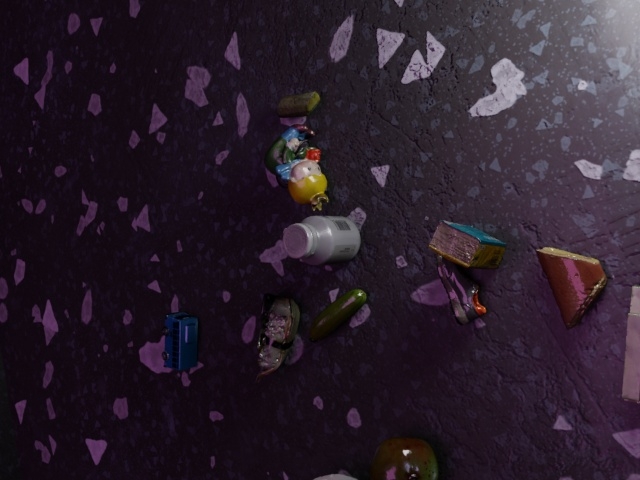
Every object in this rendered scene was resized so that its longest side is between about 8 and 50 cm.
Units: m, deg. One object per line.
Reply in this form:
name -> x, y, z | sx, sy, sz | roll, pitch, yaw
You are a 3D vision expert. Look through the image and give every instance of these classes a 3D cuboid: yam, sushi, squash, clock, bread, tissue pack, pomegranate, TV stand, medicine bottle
yam -> -0.061, -0.394, 1.945 | 0.147, 0.070, 0.069 | 2, 92, 37
sushi -> -0.127, 0.298, 1.985 | 0.109, 0.134, 0.272 | 7, 85, 7
squash -> 0.036, 0.216, 1.879 | 0.252, 0.066, 0.066 | -45, 65, 30
clock -> -0.100, -0.199, 2.008 | 0.085, 0.017, 0.085 | 1, 91, 38
bread -> 0.560, 0.087, 1.465 | 0.119, 0.067, 0.192 | -30, 73, 35
tissue pack -> 0.348, 0.015, 1.567 | 0.120, 0.169, 0.082 | 30, 103, 34
pomegranate -> 0.206, 0.587, 1.708 | 0.210, 0.180, 0.179 | 137, 121, -73
TV stand -> 0.667, 0.220, 1.402 | 0.036, 0.042, 0.249 | 6, 94, 42
medicine bottle -> 0.000, 0.000, 1.808 | 0.135, 0.215, 0.134 | 1, 91, 39

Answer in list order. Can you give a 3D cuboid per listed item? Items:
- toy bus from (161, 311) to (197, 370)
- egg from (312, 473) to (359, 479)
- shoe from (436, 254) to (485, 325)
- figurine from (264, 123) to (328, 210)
toy bus -> -0.475, 0.342, 2.269 | 0.106, 0.090, 0.184 | 6, 97, 37
egg -> 0.055, 0.800, 1.792 | 0.337, 0.201, 0.336 | -7, 68, 18
shoe -> 0.347, 0.109, 1.638 | 0.077, 0.074, 0.194 | -20, 81, 25
figurine -> -0.041, -0.210, 1.907 | 0.185, 0.127, 0.234 | -47, 58, 2
